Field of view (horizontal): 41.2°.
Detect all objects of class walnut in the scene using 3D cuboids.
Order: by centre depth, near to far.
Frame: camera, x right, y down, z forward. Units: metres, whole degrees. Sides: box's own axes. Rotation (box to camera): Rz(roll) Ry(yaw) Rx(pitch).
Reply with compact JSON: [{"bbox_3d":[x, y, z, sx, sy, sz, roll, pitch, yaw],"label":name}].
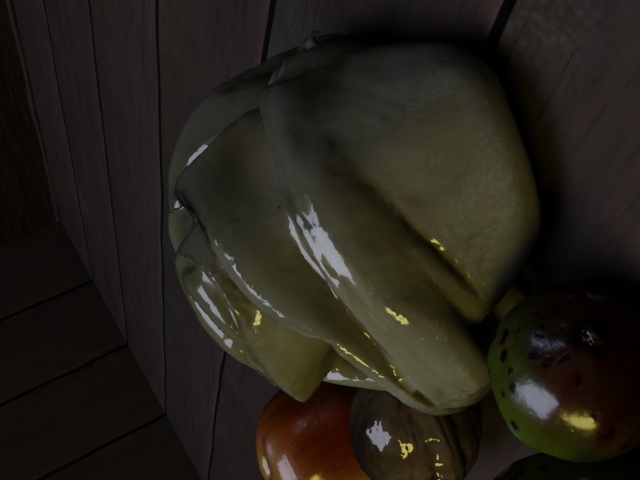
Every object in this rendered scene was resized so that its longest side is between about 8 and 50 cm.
[{"bbox_3d":[0.099,0.195,0.887,0.140,0.140,0.162,29,144,55],"label":"walnut"}]

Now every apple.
[{"bbox_3d":[0.001,0.270,1.135,0.199,0.199,0.199,48,153,35],"label":"apple"}]

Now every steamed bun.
[{"bbox_3d":[0.000,0.000,0.759,0.368,0.255,0.342,30,142,57],"label":"steamed bun"}]

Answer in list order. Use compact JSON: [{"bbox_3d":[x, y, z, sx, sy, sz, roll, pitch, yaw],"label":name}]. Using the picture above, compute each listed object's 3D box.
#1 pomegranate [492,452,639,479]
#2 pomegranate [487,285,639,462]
[{"bbox_3d":[0.202,0.255,0.633,0.198,0.198,0.246,62,175,6],"label":"pomegranate"},{"bbox_3d":[0.193,0.107,0.622,0.129,0.129,0.159,34,167,51],"label":"pomegranate"}]
